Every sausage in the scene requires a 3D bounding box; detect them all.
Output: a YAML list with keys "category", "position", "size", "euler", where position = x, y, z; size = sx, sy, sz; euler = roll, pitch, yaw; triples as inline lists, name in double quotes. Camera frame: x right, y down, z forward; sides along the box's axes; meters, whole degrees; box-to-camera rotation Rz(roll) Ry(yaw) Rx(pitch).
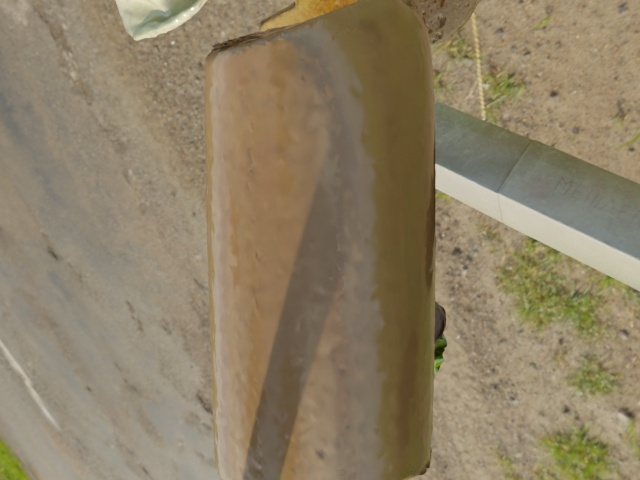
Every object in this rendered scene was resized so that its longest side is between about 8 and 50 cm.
- category: "sausage"
  position: [0.000, 0.000, 0.370]
  size: [0.123, 0.123, 0.253]
  euler: [7, 102, 44]

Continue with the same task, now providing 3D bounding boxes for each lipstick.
- category: "lipstick"
  position: [0.260, -0.033, 0.717]
  size: [0.371, 0.076, 0.080]
  euler: [31, 170, 29]

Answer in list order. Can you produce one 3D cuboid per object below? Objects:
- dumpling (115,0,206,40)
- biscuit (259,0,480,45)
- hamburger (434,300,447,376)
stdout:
- category: "dumpling"
  position: [-0.169, -0.344, 0.731]
  size: [0.179, 0.131, 0.252]
  euler: [8, 107, 38]
- category: "biscuit"
  position: [0.052, -0.215, 0.634]
  size: [0.166, 0.036, 0.225]
  euler: [41, 118, -20]
- category: "hamburger"
  position: [0.035, 0.105, 0.634]
  size: [0.137, 0.166, 0.087]
  euler: [31, -176, 3]
